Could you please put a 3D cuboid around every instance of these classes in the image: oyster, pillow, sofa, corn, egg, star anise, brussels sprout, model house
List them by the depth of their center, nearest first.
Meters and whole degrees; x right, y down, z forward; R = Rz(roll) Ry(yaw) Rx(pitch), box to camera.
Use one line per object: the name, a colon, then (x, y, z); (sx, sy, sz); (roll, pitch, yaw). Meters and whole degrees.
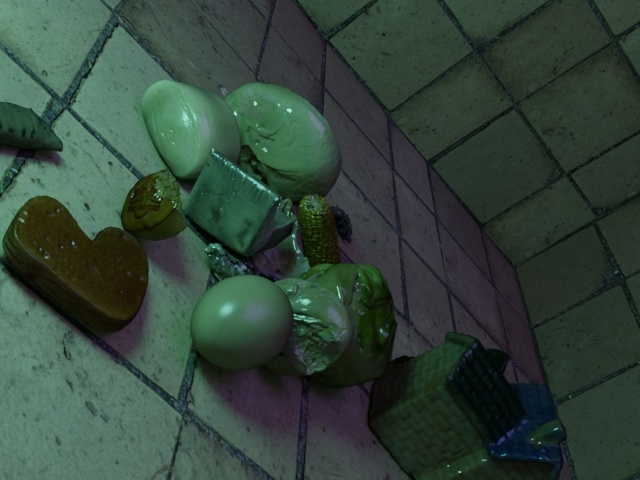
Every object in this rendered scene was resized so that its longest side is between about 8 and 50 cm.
pillow: (-0.556, -0.212, 1.465); (0.241, 0.051, 0.093); (8, 57, -61)
egg: (-0.154, 0.162, 1.621); (0.186, 0.186, 0.242); (61, 24, 8)
oyster: (-0.188, 0.064, 1.854); (0.177, 0.064, 0.125); (10, 46, -61)
sofa: (-0.164, -0.092, 1.882); (0.210, 0.176, 0.225); (36, 21, 15)
brussels sprout: (0.058, 0.189, 1.966); (0.328, 0.247, 0.328); (50, 20, -26)
oyster: (-0.112, 0.007, 2.050); (0.161, 0.107, 0.232); (28, 48, -31)
corn: (0.000, 0.000, 2.134); (0.106, 0.106, 0.293); (-97, -179, -48)
model house: (0.412, 0.458, 2.136); (0.445, 0.400, 0.395); (52, 25, -12)
star anise: (0.059, -0.067, 2.548); (0.129, 0.056, 0.124); (56, 13, -46)

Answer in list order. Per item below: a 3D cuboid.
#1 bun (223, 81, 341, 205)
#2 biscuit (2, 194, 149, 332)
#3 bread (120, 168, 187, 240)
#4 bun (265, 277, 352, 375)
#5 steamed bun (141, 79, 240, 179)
bun: (-0.123, -0.234, 2.128); (0.213, 0.361, 0.361); (-46, 106, -22)
biscuit: (-0.419, 0.026, 1.436); (0.277, 0.052, 0.262); (44, 21, -29)
bread: (-0.333, -0.062, 1.640); (0.086, 0.125, 0.156); (46, 13, -44)
bun: (-0.053, 0.188, 1.764); (0.116, 0.237, 0.210); (9, 92, -64)
steamed bun: (-0.298, -0.266, 1.944); (0.250, 0.155, 0.200); (60, 22, 16)
